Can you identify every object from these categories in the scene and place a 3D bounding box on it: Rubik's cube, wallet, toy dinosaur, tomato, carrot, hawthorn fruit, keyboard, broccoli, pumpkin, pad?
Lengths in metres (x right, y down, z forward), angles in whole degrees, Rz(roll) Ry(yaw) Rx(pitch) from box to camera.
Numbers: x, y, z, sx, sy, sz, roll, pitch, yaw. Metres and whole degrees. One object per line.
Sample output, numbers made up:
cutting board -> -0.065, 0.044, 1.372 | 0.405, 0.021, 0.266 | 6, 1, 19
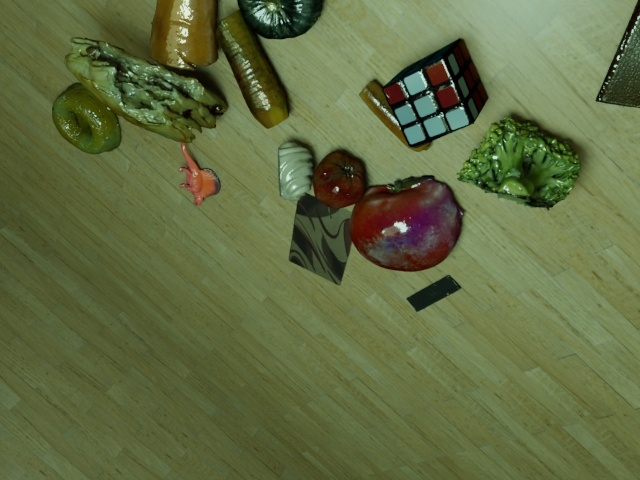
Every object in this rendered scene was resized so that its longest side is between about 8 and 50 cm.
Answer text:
Rubik's cube -> 0.261, -0.328, 1.058 | 0.162, 0.160, 0.163 | -15, 115, 39
wallet -> 0.634, -0.367, 0.878 | 0.133, 0.039, 0.243 | 14, 130, 15
toy dinosaur -> -0.420, -0.237, 1.644 | 0.139, 0.070, 0.286 | 15, 128, 9
tomato -> 0.231, -0.011, 1.318 | 0.335, 0.176, 0.289 | -5, 123, 34
carrot -> -0.357, -0.603, 1.222 | 0.196, 0.196, 0.254 | 25, 131, 14
hawthorn fruit -> 0.041, -0.156, 1.357 | 0.163, 0.162, 0.203 | 42, 149, -2
keyboard -> 0.356, 0.169, 1.488 | 0.060, 0.018, 0.195 | 50, 135, 0
broccoli -> 0.440, -0.175, 1.028 | 0.243, 0.273, 0.180 | 20, 99, 17
pumpkin -> -0.098, -0.576, 1.101 | 0.212, 0.152, 0.211 | 19, 137, 19
carrot -> -0.184, -0.458, 1.278 | 0.114, 0.114, 0.301 | -12, 114, 38
pad -> 0.000, 0.000, 1.590 | 0.220, 0.004, 0.330 | 25, 133, 15
carrot -> 0.193, -0.308, 1.186 | 0.225, 0.067, 0.067 | 44, 135, -1

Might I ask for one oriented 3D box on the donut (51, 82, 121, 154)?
donut -> -0.875, -0.439, 1.742 | 0.272, 0.107, 0.272 | 17, 133, 19

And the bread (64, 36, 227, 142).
bread -> -0.484, -0.408, 1.323 | 0.314, 0.370, 0.191 | 26, 99, 20

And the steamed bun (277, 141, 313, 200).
steamed bun -> -0.072, -0.200, 1.380 | 0.106, 0.182, 0.182 | -4, 128, -6
